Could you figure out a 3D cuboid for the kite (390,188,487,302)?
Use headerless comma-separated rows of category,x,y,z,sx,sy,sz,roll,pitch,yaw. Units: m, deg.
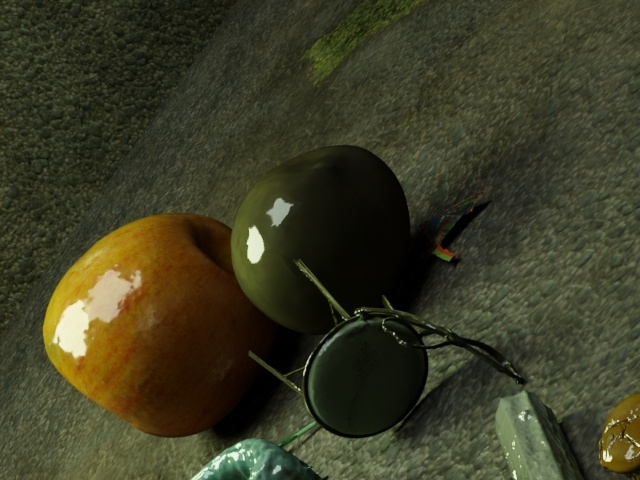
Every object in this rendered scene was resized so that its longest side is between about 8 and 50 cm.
kite,0.141,0.004,2.011,0.190,0.010,0.159,-52,16,10

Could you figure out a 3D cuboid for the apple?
apple,-0.201,0.103,2.146,0.275,0.299,0.299,-50,19,7

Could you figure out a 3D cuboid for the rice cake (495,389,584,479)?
rice cake,0.201,0.214,1.446,0.256,0.052,0.057,-103,32,-66

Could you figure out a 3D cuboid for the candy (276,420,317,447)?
candy,-0.051,0.250,1.951,0.185,0.049,0.055,-35,30,15

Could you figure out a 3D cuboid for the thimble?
thimble,-0.075,0.322,1.702,0.235,0.143,0.198,-45,21,15

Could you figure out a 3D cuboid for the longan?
longan,0.000,0.000,1.989,0.215,0.246,0.246,-2,35,11

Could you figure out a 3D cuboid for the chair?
chair,0.054,0.134,1.749,0.170,0.160,0.326,-63,28,6

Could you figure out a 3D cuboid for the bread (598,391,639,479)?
bread,0.273,0.167,1.383,0.081,0.046,0.083,-9,43,58
